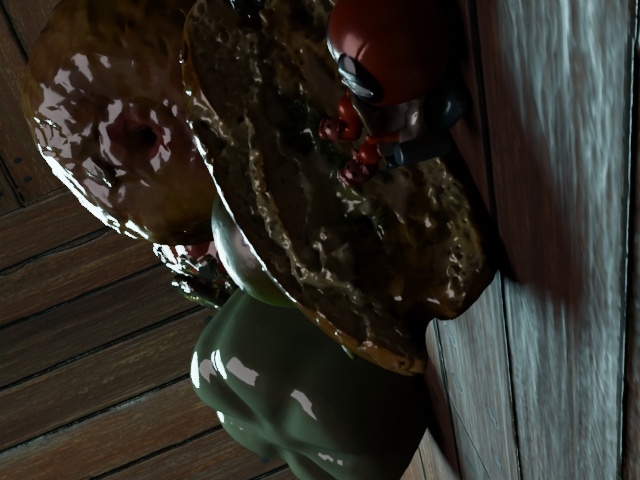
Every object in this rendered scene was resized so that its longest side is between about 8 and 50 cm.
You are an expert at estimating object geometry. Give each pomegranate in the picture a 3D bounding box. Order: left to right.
[{"bbox_3d":[0.000,0.000,1.291,0.205,0.159,0.159,59,178,-18],"label":"pomegranate"}]

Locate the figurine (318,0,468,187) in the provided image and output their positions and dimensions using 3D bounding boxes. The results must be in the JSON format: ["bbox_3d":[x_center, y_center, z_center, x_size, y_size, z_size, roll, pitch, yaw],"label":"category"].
[{"bbox_3d":[0.041,-0.092,0.869,0.140,0.075,0.068,97,154,-58],"label":"figurine"}]

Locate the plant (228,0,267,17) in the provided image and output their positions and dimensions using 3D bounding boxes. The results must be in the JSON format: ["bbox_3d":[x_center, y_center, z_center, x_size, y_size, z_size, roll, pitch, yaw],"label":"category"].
[{"bbox_3d":[-0.059,-0.258,1.206,0.087,0.085,0.174,-6,103,59],"label":"plant"}]

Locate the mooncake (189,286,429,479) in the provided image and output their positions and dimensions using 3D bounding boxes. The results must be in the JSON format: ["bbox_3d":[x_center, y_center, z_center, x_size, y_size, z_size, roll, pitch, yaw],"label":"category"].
[{"bbox_3d":[-0.013,0.162,1.686,0.275,0.135,0.275,30,157,15],"label":"mooncake"}]

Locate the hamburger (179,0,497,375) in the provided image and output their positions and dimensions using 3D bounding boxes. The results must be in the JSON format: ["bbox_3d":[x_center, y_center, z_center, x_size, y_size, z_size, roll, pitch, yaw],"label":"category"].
[{"bbox_3d":[0.009,-0.033,1.040,0.156,0.144,0.283,82,162,-72],"label":"hamburger"}]

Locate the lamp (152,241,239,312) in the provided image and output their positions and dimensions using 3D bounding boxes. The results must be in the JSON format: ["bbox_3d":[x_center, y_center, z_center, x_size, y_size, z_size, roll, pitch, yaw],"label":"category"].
[{"bbox_3d":[-0.087,-0.019,1.819,0.227,0.227,0.227,158,90,-85],"label":"lamp"}]

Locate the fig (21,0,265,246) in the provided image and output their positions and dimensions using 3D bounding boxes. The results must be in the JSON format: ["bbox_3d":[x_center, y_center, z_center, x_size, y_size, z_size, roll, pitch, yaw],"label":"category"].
[{"bbox_3d":[-0.111,-0.180,1.526,0.369,0.286,0.286,-67,-34,-49],"label":"fig"}]
